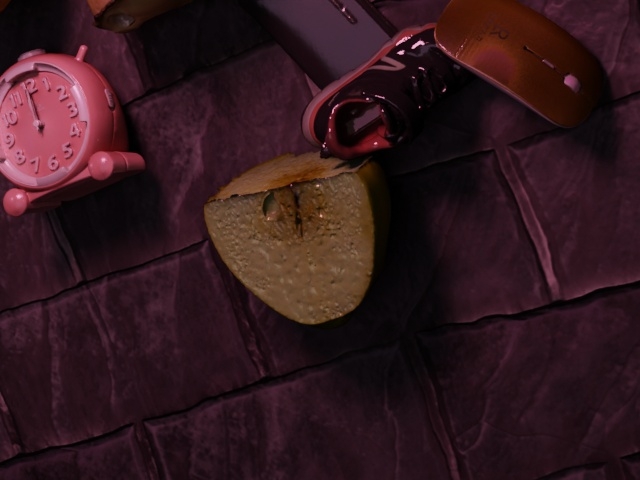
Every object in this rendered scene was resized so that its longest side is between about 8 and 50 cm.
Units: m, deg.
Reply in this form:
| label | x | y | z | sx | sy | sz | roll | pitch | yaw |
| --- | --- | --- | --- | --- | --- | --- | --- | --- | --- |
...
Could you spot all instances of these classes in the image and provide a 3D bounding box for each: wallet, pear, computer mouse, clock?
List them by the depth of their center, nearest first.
| label | x | y | z | sx | sy | sz | roll | pitch | yaw |
| --- | --- | --- | --- | --- | --- | --- | --- | --- | --- |
| computer mouse | 0.274 | -0.251 | 1.849 | 0.245 | 0.056 | 0.126 | 34 | 71 | 0 |
| wallet | 0.002 | -0.318 | 1.974 | 0.149 | 0.044 | 0.250 | -42 | 88 | 21 |
| pear | 0.000 | 0.000 | 2.003 | 0.292 | 0.159 | 0.292 | 7 | 109 | 21 |
| clock | -0.410 | -0.183 | 2.120 | 0.227 | 0.142 | 0.241 | -21 | 87 | 23 |

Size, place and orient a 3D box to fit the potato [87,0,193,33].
| label | x | y | z | sx | sy | sz | roll | pitch | yaw |
| --- | --- | --- | --- | --- | --- | --- | --- | --- | --- |
| potato | -0.246 | -0.447 | 1.942 | 0.285 | 0.242 | 0.242 | -24 | 96 | 43 |

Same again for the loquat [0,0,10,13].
| label | x | y | z | sx | sy | sz | roll | pitch | yaw |
| --- | --- | --- | --- | --- | --- | --- | --- | --- | --- |
| loquat | -0.558 | -0.459 | 2.020 | 0.275 | 0.275 | 0.274 | 5 | 107 | 19 |

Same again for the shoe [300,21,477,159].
| label | x | y | z | sx | sy | sz | roll | pitch | yaw |
| --- | --- | --- | --- | --- | --- | --- | --- | --- | --- |
| shoe | 0.106 | -0.204 | 1.890 | 0.291 | 0.137 | 0.114 | -31 | 116 | 8 |
